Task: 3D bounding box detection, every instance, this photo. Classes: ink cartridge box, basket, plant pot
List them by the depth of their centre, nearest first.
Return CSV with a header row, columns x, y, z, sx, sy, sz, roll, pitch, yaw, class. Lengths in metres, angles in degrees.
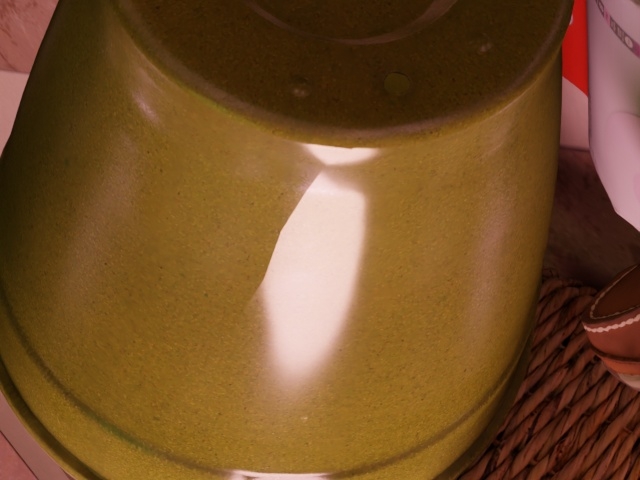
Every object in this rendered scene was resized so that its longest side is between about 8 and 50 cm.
x,y,z,sx,sy,sz,roll,pitch,yaw,class
0.156,-0.100,0.937,0.232,0.066,0.189,39,159,30,ink cartridge box
-0.016,-0.061,0.976,0.366,0.366,0.353,39,152,13,plant pot
0.166,0.207,1.171,0.223,0.299,0.213,26,150,37,basket

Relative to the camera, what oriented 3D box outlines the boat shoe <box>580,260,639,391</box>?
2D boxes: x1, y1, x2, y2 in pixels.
x,y,z,sx,sy,sz,roll,pitch,yaw,class
0.229,-0.029,0.776,0.120,0.122,0.324,49,141,-6,boat shoe
